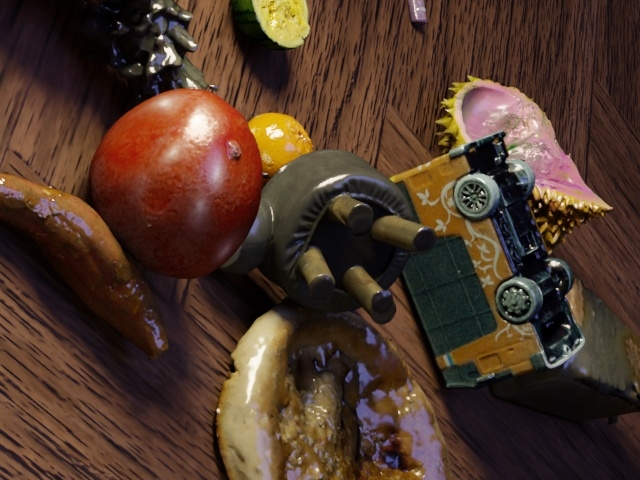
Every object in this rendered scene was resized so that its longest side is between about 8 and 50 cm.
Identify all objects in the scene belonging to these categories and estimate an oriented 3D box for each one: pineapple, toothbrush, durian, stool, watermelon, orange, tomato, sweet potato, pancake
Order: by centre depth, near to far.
[{"bbox_3d":[-0.215,0.007,1.427,0.255,0.058,0.078,44,62,-33],"label":"sweet potato"},{"bbox_3d":[-0.131,-0.046,1.489,0.167,0.167,0.167,32,49,-47],"label":"tomato"},{"bbox_3d":[-0.185,-0.279,1.496,0.202,0.202,0.362,-68,143,-47],"label":"pineapple"},{"bbox_3d":[0.000,0.009,1.647,0.228,0.139,0.153,-23,120,-17],"label":"stool"},{"bbox_3d":[0.022,0.222,1.690,0.356,0.065,0.356,29,51,-44],"label":"pancake"},{"bbox_3d":[-0.046,-0.092,1.729,0.083,0.070,0.083,38,41,-42],"label":"orange"},{"bbox_3d":[-0.059,-0.252,1.793,0.105,0.062,0.105,17,68,-51],"label":"watermelon"},{"bbox_3d":[0.221,-0.101,2.089,0.186,0.154,0.260,36,21,-23],"label":"durian"},{"bbox_3d":[0.111,-0.448,2.193,0.024,0.029,0.354,8,68,-42],"label":"toothbrush"}]

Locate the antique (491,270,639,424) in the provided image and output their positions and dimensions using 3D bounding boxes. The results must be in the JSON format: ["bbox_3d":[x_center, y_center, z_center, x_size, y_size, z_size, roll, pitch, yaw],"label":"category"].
[{"bbox_3d":[0.334,0.158,2.161,0.284,0.125,0.150,32,51,-47],"label":"antique"}]

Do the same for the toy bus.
[{"bbox_3d":[0.185,0.030,1.949,0.138,0.167,0.275,-24,91,-59],"label":"toy bus"}]
